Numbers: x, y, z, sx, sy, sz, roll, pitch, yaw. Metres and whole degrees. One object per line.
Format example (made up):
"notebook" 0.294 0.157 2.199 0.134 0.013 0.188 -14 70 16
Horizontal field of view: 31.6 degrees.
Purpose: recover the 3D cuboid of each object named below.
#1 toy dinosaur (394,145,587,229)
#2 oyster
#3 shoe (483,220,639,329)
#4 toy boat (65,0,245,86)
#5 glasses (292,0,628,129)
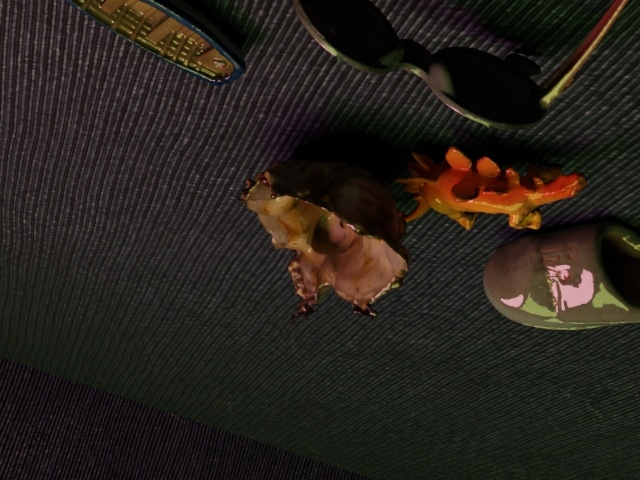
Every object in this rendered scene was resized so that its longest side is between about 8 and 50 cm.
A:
"toy dinosaur" 0.138 -0.053 1.137 0.117 0.070 0.288 26 161 -37
"oyster" 0.007 0.004 1.244 0.198 0.133 0.337 46 162 7
"shoe" 0.291 0.032 1.198 0.251 0.103 0.100 0 153 20
"toy boat" -0.166 -0.210 1.009 0.229 0.046 0.080 29 154 -26
"glasses" 0.128 -0.216 0.830 0.234 0.118 0.268 24 135 -14
